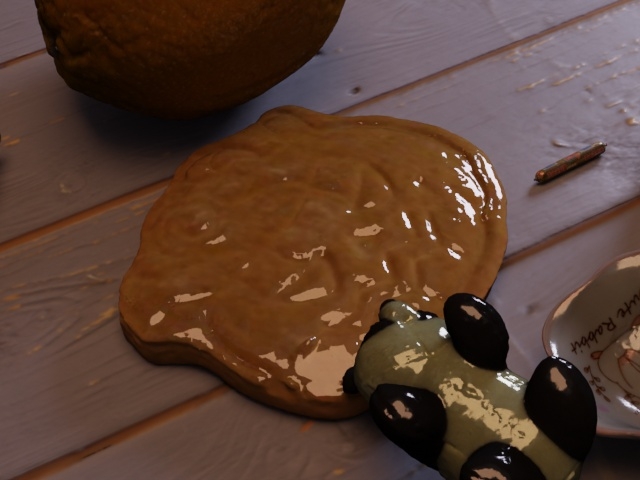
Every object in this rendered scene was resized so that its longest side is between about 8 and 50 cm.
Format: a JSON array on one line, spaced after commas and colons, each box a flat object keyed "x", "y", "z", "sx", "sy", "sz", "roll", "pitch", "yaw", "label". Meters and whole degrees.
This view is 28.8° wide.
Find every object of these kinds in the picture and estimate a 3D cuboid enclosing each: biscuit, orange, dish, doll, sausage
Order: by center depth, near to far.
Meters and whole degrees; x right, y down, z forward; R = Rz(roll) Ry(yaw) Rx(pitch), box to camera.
[{"x": 0.123, "y": 0.143, "z": 1.054, "sx": 0.234, "sy": 0.135, "sz": 0.143, "roll": 38, "pitch": 71, "yaw": 19, "label": "doll"}, {"x": 0.315, "y": 0.112, "z": 1.118, "sx": 0.229, "sy": 0.081, "sz": 0.229, "roll": -10, "pitch": 44, "yaw": 10, "label": "dish"}, {"x": 0.000, "y": -0.002, "z": 1.262, "sx": 0.365, "sy": 0.062, "sz": 0.385, "roll": 16, "pitch": 50, "yaw": 17, "label": "biscuit"}, {"x": 0.273, "y": -0.085, "z": 1.354, "sx": 0.100, "sy": 0.015, "sz": 0.015, "roll": -25, "pitch": 52, "yaw": -19, "label": "sausage"}, {"x": -0.144, "y": -0.293, "z": 1.373, "sx": 0.357, "sy": 0.322, "sz": 0.322, "roll": -35, "pitch": 55, "yaw": -12, "label": "orange"}]
